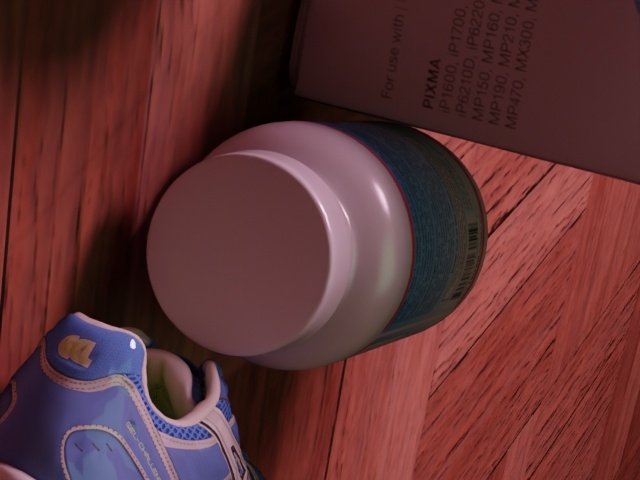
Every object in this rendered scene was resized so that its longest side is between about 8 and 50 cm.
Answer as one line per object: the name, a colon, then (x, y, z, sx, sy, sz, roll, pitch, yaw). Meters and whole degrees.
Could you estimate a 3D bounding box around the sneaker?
sneaker: (-0.048, 0.078, 0.622, 0.081, 0.080, 0.211, -68, 163, -4)

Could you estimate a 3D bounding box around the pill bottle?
pill bottle: (0.000, 0.000, 0.679, 0.160, 0.087, 0.087, -9, 115, -70)

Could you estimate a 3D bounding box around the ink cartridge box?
ink cartridge box: (0.173, -0.097, 0.744, 0.226, 0.306, 0.131, -33, 137, -64)
